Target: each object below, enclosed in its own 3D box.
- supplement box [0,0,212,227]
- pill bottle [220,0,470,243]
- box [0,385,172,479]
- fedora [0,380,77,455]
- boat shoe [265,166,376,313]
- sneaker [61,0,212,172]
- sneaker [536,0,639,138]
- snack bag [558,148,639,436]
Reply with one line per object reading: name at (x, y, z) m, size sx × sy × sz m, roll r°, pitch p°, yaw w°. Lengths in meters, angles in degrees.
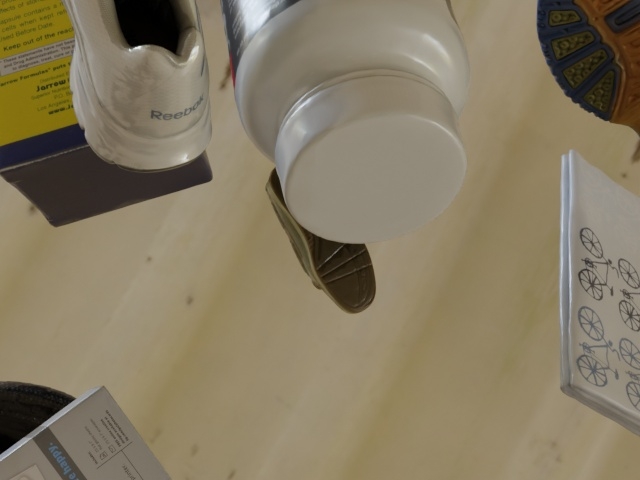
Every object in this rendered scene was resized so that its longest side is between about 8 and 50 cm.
supplement box at (-0.264, -0.226, 1.317) m, size 0.194 × 0.195 × 0.356 m, roll 72°, pitch 1°, yaw -72°
pill bottle at (0.015, -0.157, 0.939) m, size 0.176 × 0.318 × 0.176 m, roll -7°, pitch -41°, yaw -6°
box at (-0.174, 0.205, 0.776) m, size 0.145 × 0.186 × 0.038 m, roll 56°, pitch -22°, yaw -4°
fedora at (-0.293, 0.304, 1.159) m, size 0.334 × 0.334 × 0.152 m, roll 32°, pitch -28°, yaw 12°
boat shoe at (-0.002, 0.000, 1.113) m, size 0.153 × 0.056 × 0.048 m, roll 56°, pitch -21°, yaw 6°
sneaker at (-0.140, -0.195, 0.791) m, size 0.297 × 0.111 × 0.129 m, roll 60°, pitch -26°, yaw 15°
sneaker at (0.289, -0.165, 1.082) m, size 0.112 × 0.131 × 0.296 m, roll -23°, pitch -51°, yaw 35°
snack bag at (0.357, 0.099, 1.146) m, size 0.343 × 0.323 × 0.037 m, roll 33°, pitch -51°, yaw -17°
